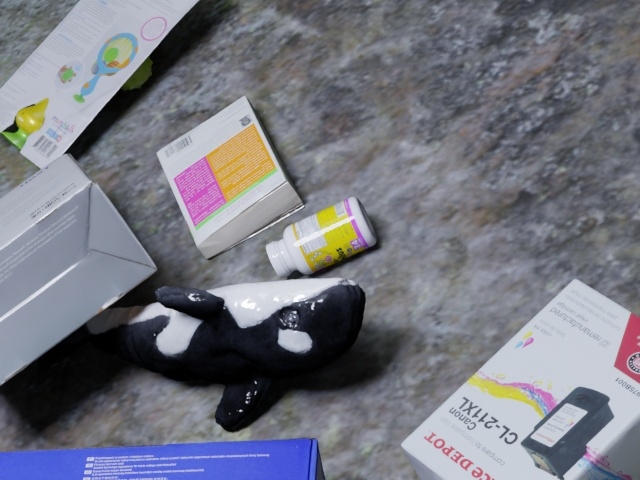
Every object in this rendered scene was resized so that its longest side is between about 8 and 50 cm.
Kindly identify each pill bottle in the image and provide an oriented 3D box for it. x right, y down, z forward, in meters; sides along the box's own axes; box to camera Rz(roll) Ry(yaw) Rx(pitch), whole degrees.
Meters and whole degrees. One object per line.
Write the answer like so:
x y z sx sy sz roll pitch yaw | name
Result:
0.000 0.000 1.521 0.083 0.043 0.043 -25 42 8 | pill bottle

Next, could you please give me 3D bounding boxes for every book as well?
-0.082 -0.056 1.634 0.096 0.035 0.144 -31 41 4 | book

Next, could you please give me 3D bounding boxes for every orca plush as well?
-0.090 0.093 1.444 0.287 0.151 0.102 -5 79 23 | orca plush

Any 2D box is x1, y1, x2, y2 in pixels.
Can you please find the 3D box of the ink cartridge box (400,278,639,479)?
0.162 0.129 1.277 0.175 0.072 0.127 -42 43 -13 | ink cartridge box

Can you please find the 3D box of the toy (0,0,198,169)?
-0.206 -0.168 1.798 0.237 0.056 0.137 -47 47 -10 | toy

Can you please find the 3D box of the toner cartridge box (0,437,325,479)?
-0.173 0.227 1.311 0.348 0.075 0.165 -3 42 9 | toner cartridge box

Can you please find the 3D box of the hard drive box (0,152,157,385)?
-0.242 0.024 1.536 0.181 0.089 0.232 -36 15 -5 | hard drive box
